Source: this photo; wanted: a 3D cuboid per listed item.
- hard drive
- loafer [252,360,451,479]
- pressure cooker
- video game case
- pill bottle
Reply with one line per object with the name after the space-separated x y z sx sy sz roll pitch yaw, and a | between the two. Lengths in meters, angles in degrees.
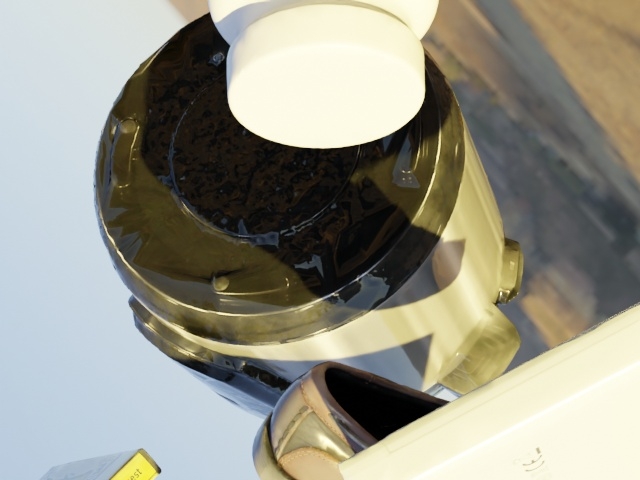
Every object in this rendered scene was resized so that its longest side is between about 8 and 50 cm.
0.174 0.097 0.917 0.040 0.308 0.203 62 -179 29 | hard drive
0.108 0.163 1.083 0.303 0.095 0.109 19 -139 -10 | loafer
0.005 -0.004 1.649 0.420 0.376 0.369 56 -157 -63 | pressure cooker
-0.301 0.309 1.613 0.035 0.248 0.275 51 152 -10 | video game case
0.001 -0.204 1.077 0.153 0.153 0.264 42 -140 -52 | pill bottle
